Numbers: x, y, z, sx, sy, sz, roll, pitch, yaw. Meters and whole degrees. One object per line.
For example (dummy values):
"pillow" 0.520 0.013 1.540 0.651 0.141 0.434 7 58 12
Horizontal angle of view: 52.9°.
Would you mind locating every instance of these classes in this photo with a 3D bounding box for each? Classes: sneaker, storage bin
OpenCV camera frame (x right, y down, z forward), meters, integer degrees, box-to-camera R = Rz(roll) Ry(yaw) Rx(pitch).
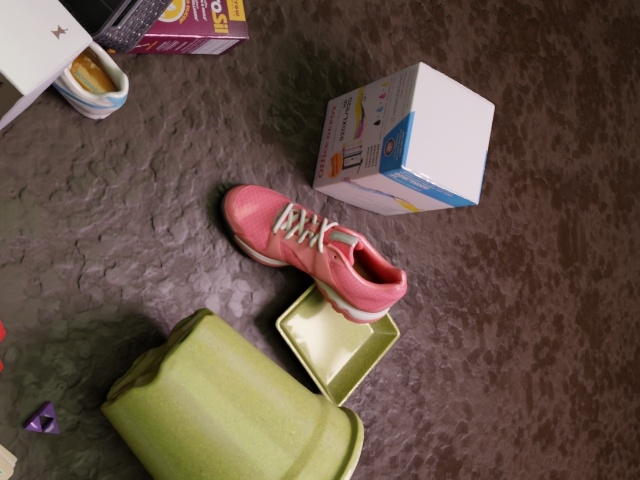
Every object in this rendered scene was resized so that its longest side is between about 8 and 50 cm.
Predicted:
"sneaker" 0.001 0.000 0.967 0.314 0.136 0.116 34 60 -9
"storage bin" -0.280 -0.332 0.779 0.180 0.084 0.122 45 101 6
"sneaker" -0.338 -0.247 0.796 0.228 0.092 0.087 36 68 -28

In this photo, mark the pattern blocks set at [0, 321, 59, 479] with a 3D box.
"pattern blocks set" -0.439 0.267 0.698 0.325 0.026 0.285 -38 109 -43

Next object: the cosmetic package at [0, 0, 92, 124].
"cosmetic package" -0.424 -0.279 0.617 0.377 0.284 0.097 49 61 -23

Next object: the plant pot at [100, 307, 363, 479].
"plant pot" -0.129 0.235 0.833 0.254 0.276 0.276 49 60 -9

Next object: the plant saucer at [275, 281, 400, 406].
"plant saucer" 0.023 0.145 1.062 0.188 0.045 0.188 -44 112 -31

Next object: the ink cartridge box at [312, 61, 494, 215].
"ink cartridge box" 0.128 -0.150 1.045 0.168 0.232 0.171 19 76 -32

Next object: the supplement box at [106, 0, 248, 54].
"supplement box" -0.206 -0.324 0.905 0.188 0.081 0.104 -12 93 -37
